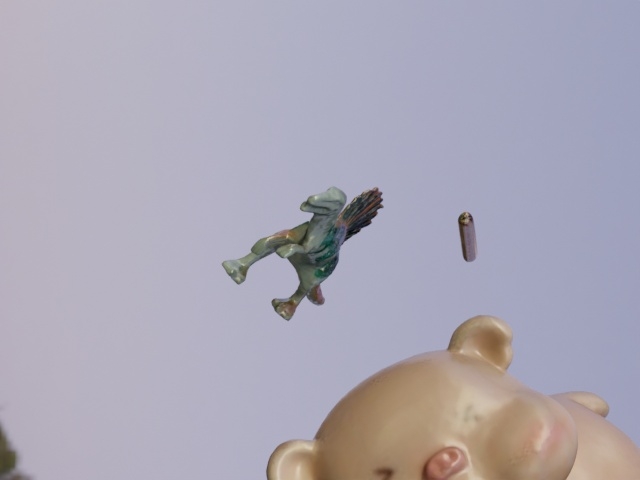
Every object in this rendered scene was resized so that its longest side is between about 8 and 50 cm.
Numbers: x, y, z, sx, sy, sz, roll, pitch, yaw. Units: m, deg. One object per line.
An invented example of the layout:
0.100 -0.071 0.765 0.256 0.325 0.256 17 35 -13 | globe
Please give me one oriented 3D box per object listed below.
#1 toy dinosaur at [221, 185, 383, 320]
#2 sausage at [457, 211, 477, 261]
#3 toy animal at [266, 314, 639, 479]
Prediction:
0.003 0.003 1.026 0.106 0.187 0.044 -44 -115 13 | toy dinosaur
0.130 -0.003 1.364 0.100 0.015 0.015 70 13 -67 | sausage
0.141 0.197 1.265 0.277 0.345 0.247 36 -38 60 | toy animal
